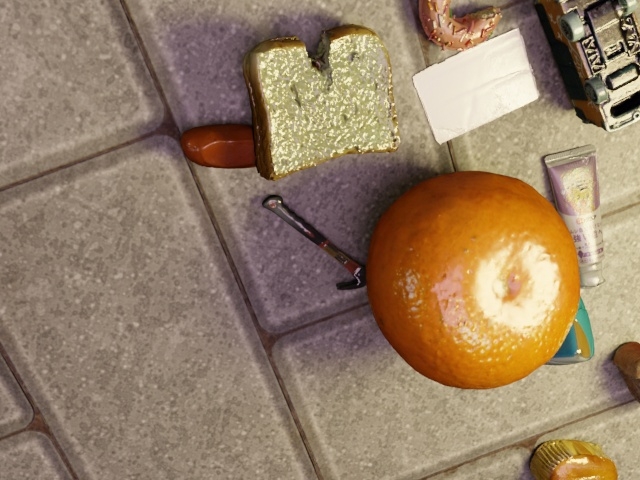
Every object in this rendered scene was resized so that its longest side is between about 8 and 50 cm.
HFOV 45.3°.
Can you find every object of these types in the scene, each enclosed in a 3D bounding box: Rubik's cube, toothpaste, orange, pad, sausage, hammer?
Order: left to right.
[{"bbox_3d":[-0.173,-0.177,1.444,0.179,0.089,0.089,-3,111,-18],"label":"sausage"},{"bbox_3d":[0.000,0.000,1.567,0.288,0.033,0.111,40,99,-20],"label":"hammer"},{"bbox_3d":[0.285,0.074,1.483,0.424,0.326,0.424,-1,93,-16],"label":"orange"},{"bbox_3d":[0.310,-0.304,1.516,0.232,0.004,0.156,-25,112,1],"label":"pad"},{"bbox_3d":[0.503,0.160,1.612,0.254,0.254,0.254,-3,111,-8],"label":"Rubik's cube"},{"bbox_3d":[0.552,-0.047,1.625,0.114,0.073,0.299,-15,105,-4],"label":"toothpaste"}]

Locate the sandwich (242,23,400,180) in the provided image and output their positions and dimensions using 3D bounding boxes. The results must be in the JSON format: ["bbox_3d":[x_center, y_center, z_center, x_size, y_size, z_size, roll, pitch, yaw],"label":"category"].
[{"bbox_3d":[0.002,-0.259,1.404,0.273,0.095,0.249,-15,108,-19],"label":"sandwich"}]

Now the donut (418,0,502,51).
[{"bbox_3d":[0.253,-0.409,1.435,0.166,0.065,0.117,17,106,-13],"label":"donut"}]

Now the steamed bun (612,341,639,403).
[{"bbox_3d":[0.755,0.322,1.753,0.106,0.145,0.175,-43,107,9],"label":"steamed bun"}]

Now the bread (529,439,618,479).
[{"bbox_3d":[0.614,0.556,1.842,0.190,0.114,0.132,5,108,-17],"label":"bread"}]

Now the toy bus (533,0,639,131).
[{"bbox_3d":[0.524,-0.357,1.446,0.138,0.167,0.275,-28,108,2],"label":"toy bus"}]
